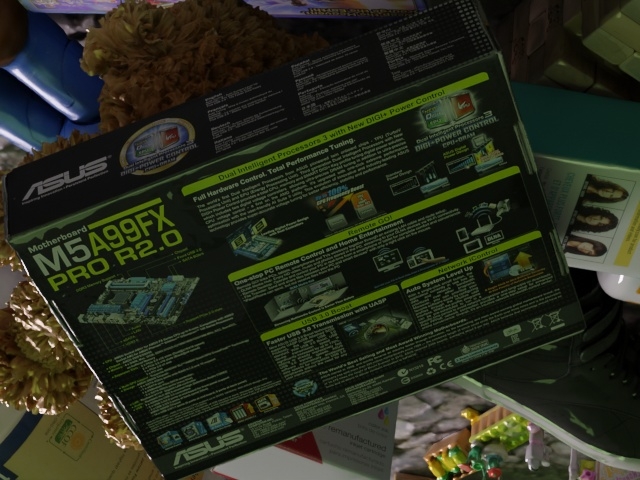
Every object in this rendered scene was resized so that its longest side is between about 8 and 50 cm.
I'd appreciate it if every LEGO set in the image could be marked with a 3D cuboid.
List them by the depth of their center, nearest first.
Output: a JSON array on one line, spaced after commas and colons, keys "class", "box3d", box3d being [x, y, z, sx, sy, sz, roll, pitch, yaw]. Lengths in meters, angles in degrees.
[{"class": "LEGO set", "box3d": [0.212, 0.189, 1.321, 0.287, 0.107, 0.132, -7, 139, 21]}]

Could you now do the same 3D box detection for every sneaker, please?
[{"class": "sneaker", "box3d": [0.225, 0.088, 1.191, 0.296, 0.104, 0.147, 23, 146, -8]}]

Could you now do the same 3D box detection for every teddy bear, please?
[{"class": "teddy bear", "box3d": [-0.105, 0.010, 0.970, 0.245, 0.113, 0.338, 38, 120, -14]}]

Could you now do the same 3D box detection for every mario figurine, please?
[{"class": "mario figurine", "box3d": [-0.123, -0.035, 1.062, 0.320, 0.170, 0.198, 30, 170, -13]}]

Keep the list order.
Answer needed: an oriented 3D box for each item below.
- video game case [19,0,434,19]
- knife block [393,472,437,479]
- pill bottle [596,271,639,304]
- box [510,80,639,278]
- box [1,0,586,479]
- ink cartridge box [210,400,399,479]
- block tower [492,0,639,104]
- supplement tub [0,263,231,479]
[{"class": "video game case", "box3d": [-0.079, -0.194, 0.866, 0.269, 0.061, 0.244, 3, 168, 10]}, {"class": "knife block", "box3d": [0.228, 0.298, 1.464, 0.242, 0.088, 0.275, -30, 118, 28]}, {"class": "pill bottle", "box3d": [0.269, -0.004, 1.055, 0.215, 0.117, 0.117, 13, 142, -3]}, {"class": "box", "box3d": [0.176, -0.034, 0.937, 0.244, 0.060, 0.100, 10, 142, 0]}, {"class": "box", "box3d": [-0.006, 0.008, 0.848, 0.270, 0.060, 0.216, -21, 130, 5]}, {"class": "ink cartridge box", "box3d": [-0.006, 0.118, 1.231, 0.127, 0.175, 0.072, 21, 138, -14]}, {"class": "block tower", "box3d": [0.183, -0.122, 0.950, 0.091, 0.097, 0.335, 28, 137, -21]}, {"class": "supplement tub", "box3d": [-0.225, 0.187, 1.328, 0.228, 0.228, 0.316, -18, 133, 32]}]
